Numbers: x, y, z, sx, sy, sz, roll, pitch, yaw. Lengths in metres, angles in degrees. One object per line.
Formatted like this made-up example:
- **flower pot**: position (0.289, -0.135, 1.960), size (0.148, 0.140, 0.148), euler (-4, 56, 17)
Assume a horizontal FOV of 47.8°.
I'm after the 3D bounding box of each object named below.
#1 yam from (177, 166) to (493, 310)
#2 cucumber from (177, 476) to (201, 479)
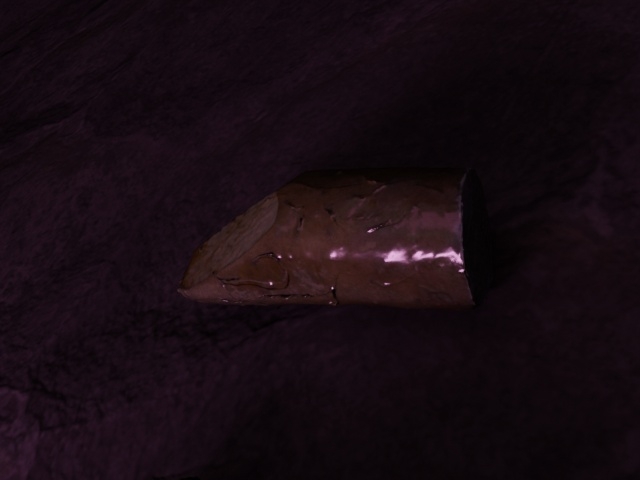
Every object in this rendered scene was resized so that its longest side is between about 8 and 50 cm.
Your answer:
- **yam**: position (0.000, 0.000, 0.535), size (0.259, 0.106, 0.106), euler (-1, 51, 32)
- **cucumber**: position (-0.077, 0.221, 0.404), size (0.058, 0.058, 0.187), euler (-32, 40, 4)
